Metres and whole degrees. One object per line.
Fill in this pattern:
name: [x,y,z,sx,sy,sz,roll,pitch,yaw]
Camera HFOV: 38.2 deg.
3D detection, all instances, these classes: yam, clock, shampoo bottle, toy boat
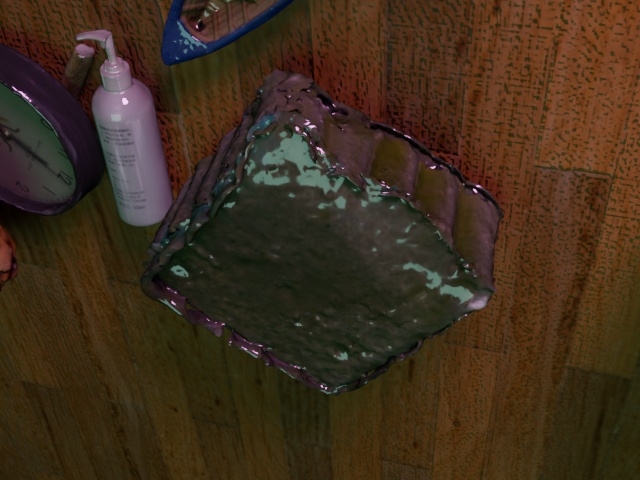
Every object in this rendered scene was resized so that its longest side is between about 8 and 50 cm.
yam: [-0.225,-0.133,0.825,0.021,0.021,0.116,30,139,-10]
clock: [-0.287,-0.099,0.848,0.184,0.040,0.184,20,142,16]
shampoo bottle: [-0.169,-0.098,0.812,0.056,0.056,0.195,11,137,12]
toy boat: [-0.048,-0.201,0.665,0.080,0.046,0.229,37,136,-18]

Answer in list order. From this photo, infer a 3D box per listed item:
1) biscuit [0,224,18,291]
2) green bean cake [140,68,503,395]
biscuit: [-0.424,-0.062,0.900,0.334,0.081,0.289,16,142,33]
green bean cake: [0.000,0.000,0.792,0.241,0.132,0.255,33,135,-13]
